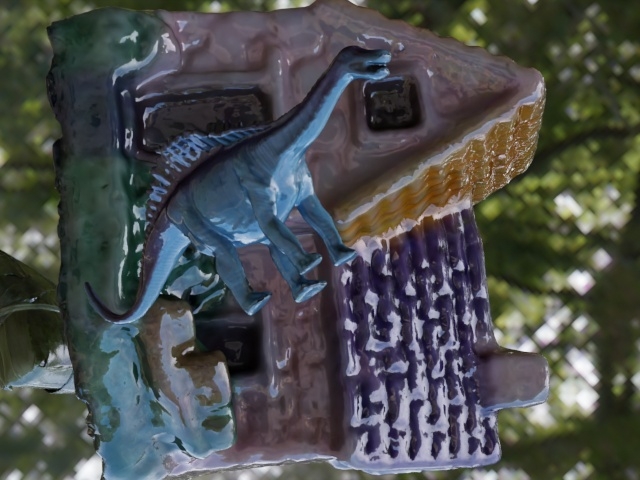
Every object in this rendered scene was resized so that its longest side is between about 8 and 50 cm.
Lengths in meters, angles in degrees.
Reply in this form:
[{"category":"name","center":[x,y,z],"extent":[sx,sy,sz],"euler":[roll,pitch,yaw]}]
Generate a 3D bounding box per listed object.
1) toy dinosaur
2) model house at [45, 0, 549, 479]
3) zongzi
[{"category":"toy dinosaur","center":[-0.031,-0.012,0.776],"extent":[0.045,0.080,0.197],"euler":[-18,164,-49]},{"category":"model house","center":[0.000,0.000,0.987],"extent":[0.237,0.237,0.202],"euler":[-6,166,1]},{"category":"zongzi","center":[-0.179,0.048,1.311],"extent":[0.055,0.109,0.119],"euler":[-39,-120,25]}]
